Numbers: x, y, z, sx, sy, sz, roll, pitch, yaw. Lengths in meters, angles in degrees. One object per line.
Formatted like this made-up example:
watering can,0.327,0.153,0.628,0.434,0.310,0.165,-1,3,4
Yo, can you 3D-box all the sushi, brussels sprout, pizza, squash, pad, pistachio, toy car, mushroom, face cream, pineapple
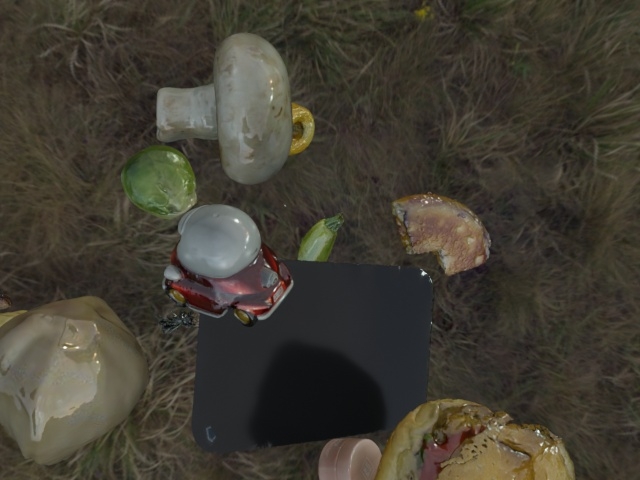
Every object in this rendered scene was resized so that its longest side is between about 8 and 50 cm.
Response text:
sushi,-0.926,0.170,1.633,0.099,0.050,0.047,-5,120,-3
brussels sprout,-0.517,-0.187,1.843,0.243,0.244,0.244,0,84,4
pizza,0.277,-0.021,1.322,0.305,0.085,0.161,25,103,-29
squash,-0.002,-0.001,1.385,0.090,0.200,0.075,-2,43,-33
pad,-0.001,0.117,0.803,0.375,0.063,0.315,6,90,-31
pistachio,-0.349,0.194,0.800,0.207,0.332,0.226,12,67,-14
toy car,-0.101,0.015,0.613,0.139,0.112,0.112,22,49,20
mushroom,-0.157,-0.214,0.941,0.243,0.243,0.244,0,84,4
face cream,0.079,0.586,1.463,0.104,0.149,0.149,-16,82,39
pineapple,-0.245,0.150,1.063,0.124,0.058,0.058,-12,84,-4

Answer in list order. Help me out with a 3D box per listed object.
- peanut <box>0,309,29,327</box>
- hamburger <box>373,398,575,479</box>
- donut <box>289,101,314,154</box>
peanut,-0.537,0.203,1.049,0.305,0.147,0.147,8,85,18
hamburger,0.173,0.308,0.688,0.244,0.163,0.245,-3,97,-28
donut,-0.087,-0.353,1.831,0.065,0.162,0.178,14,60,42
